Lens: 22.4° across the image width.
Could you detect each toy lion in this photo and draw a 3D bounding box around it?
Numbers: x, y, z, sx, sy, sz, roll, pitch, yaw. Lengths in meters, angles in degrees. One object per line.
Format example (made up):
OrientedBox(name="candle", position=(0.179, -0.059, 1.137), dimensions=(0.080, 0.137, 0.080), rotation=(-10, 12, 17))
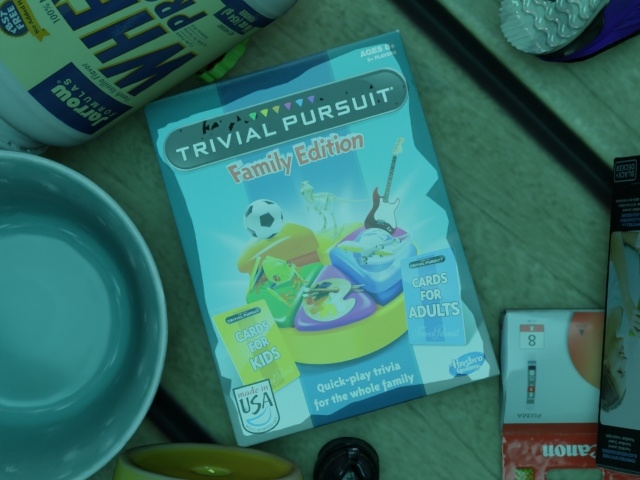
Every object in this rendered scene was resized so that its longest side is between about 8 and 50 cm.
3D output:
OrientedBox(name="toy lion", position=(-0.095, -0.198, 1.535), dimensions=(0.034, 0.096, 0.100), rotation=(34, 87, -35))

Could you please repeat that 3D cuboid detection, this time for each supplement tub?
OrientedBox(name="supplement tub", position=(-0.204, -0.230, 1.450), dimensions=(0.325, 0.235, 0.235), rotation=(-32, 86, 16))

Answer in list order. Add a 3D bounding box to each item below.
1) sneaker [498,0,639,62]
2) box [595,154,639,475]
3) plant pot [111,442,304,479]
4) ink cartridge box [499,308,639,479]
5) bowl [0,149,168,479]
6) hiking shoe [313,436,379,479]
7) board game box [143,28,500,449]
OrientedBox(name="sneaker", position=(0.306, -0.267, 1.498), dimensions=(0.293, 0.146, 0.102), rotation=(-36, 66, 17))
OrientedBox(name="box", position=(0.352, 0.072, 1.481), dimensions=(0.169, 0.087, 0.290), rotation=(6, 87, -22))
OrientedBox(name="plant pot", position=(-0.104, 0.310, 1.416), dimensions=(0.254, 0.254, 0.239), rotation=(5, 94, 2))
OrientedBox(name="ink cartridge box", position=(0.241, 0.154, 1.523), dimensions=(0.145, 0.045, 0.179), rotation=(0, 84, -4))
OrientedBox(name="bowl", position=(-0.284, 0.077, 1.488), dimensions=(0.311, 0.163, 0.312), rotation=(0, 90, 2))
OrientedBox(name="hiking shoe", position=(0.019, 0.298, 1.494), dimensions=(0.086, 0.114, 0.227), rotation=(-2, 87, 2))
OrientedBox(name="board game box", position=(0.000, 0.000, 1.529), dimensions=(0.253, 0.079, 0.336), rotation=(-16, 87, 1))
